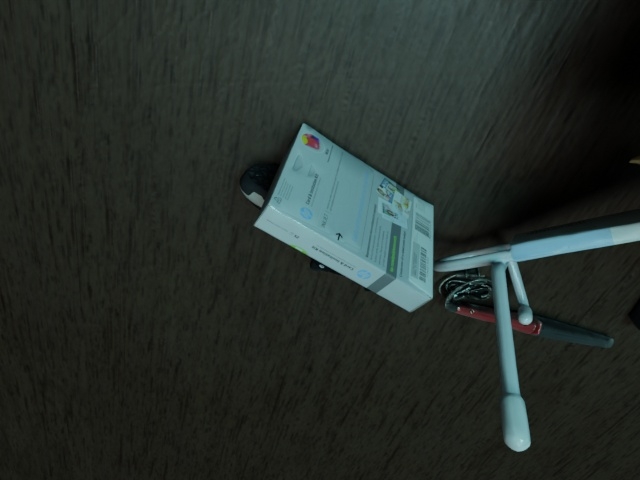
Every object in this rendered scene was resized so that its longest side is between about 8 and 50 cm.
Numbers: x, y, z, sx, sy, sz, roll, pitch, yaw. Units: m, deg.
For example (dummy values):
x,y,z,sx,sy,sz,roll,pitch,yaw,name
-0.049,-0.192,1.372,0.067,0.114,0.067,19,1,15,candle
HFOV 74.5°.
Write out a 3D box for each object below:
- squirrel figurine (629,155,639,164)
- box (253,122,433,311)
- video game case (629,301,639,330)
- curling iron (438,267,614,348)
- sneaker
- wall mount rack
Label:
x,y,z,sx,sy,sz,roll,pitch,yaw,name
0.330,-0.173,0.189,0.281,0.370,0.397,-2,126,10,squirrel figurine
0.037,-0.028,0.447,0.186,0.145,0.038,30,134,-15,box
0.577,0.030,0.509,0.275,0.035,0.248,6,124,0,video game case
0.291,0.106,0.582,0.274,0.035,0.068,21,123,-9,curling iron
0.000,0.000,0.507,0.234,0.084,0.097,28,122,-13,sneaker
0.273,0.046,0.371,0.350,0.304,0.130,-15,89,28,wall mount rack
